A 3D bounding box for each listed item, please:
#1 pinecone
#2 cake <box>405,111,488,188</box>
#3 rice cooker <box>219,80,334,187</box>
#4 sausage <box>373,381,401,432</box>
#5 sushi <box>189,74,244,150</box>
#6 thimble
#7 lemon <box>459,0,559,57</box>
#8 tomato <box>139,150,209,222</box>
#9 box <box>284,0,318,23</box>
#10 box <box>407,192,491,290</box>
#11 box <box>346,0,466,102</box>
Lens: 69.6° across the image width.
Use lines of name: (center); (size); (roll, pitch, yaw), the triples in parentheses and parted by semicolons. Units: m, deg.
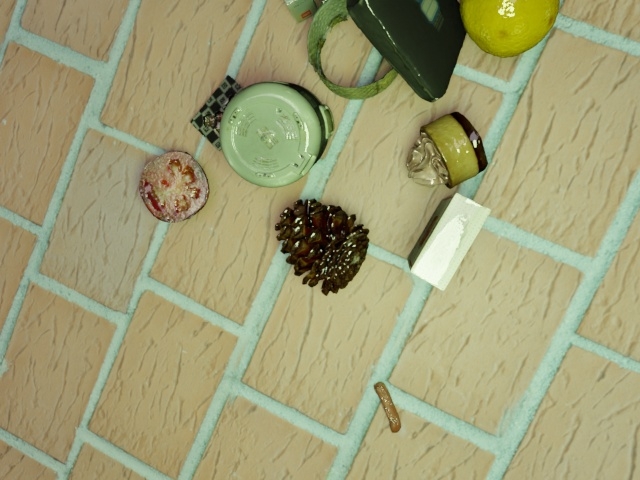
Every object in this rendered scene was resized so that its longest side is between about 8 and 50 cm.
pinecone: (-0.001, 0.003, 1.297); (0.292, 0.246, 0.246); (43, 99, 26)
cake: (0.313, -0.223, 1.225); (0.178, 0.208, 0.185); (-28, 90, -3)
rice cooker: (-0.114, -0.299, 1.270); (0.289, 0.277, 0.288); (3, 110, 9)
sausage: (0.201, 0.494, 1.360); (0.036, 0.042, 0.157); (-21, 90, -27)
sushi: (-0.290, -0.393, 1.423); (0.139, 0.031, 0.201); (45, 102, 6)
thimble: (0.104, -0.541, 1.285); (0.271, 0.150, 0.270); (0, 92, 10)
lemon: (0.484, -0.591, 1.174); (0.254, 0.228, 0.228); (37, 99, -26)
tomato: (-0.441, -0.164, 1.431); (0.225, 0.085, 0.224); (0, 89, 8)
box: (-0.104, -0.782, 1.322); (0.079, 0.135, 0.269); (-25, 87, 11)
box: (0.311, -0.003, 1.171); (0.095, 0.330, 0.210); (30, 97, 8)
box: (0.233, -0.564, 1.147); (0.350, 0.091, 0.359); (39, 60, -30)
